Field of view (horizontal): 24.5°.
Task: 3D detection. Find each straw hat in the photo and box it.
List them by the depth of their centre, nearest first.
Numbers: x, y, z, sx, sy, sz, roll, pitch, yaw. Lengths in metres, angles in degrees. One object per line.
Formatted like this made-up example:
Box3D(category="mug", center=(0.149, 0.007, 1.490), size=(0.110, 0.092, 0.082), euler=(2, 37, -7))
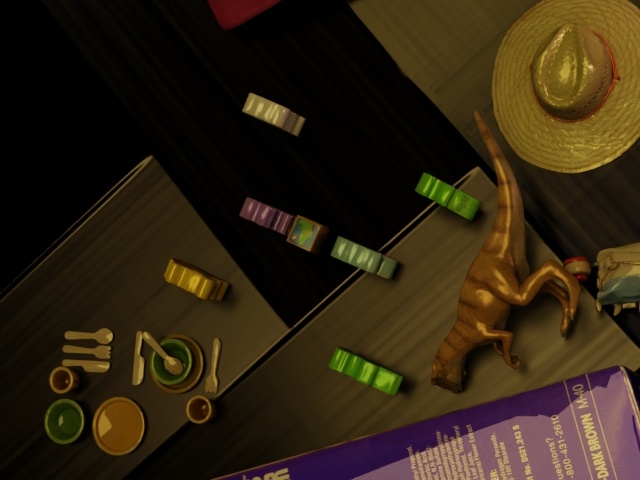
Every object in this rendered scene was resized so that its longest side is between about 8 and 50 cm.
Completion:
Box3D(category="straw hat", center=(0.187, -0.126, 1.101), size=(0.144, 0.061, 0.144), euler=(-3, 81, 20))

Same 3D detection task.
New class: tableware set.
Box3D(category="tableware set", center=(-0.155, 0.125, 1.206), size=(0.154, 0.024, 0.104), euler=(2, 83, 20))

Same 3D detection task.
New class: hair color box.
Box3D(category="hair color box", center=(0.076, 0.184, 1.028), size=(0.339, 0.185, 0.110), euler=(-20, 76, 16))

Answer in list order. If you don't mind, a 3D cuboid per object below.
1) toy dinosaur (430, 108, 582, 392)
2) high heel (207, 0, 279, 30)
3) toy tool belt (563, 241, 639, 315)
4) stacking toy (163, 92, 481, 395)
Box3D(category="toy dinosaur", center=(0.135, 0.023, 1.075), size=(0.112, 0.064, 0.211), euler=(17, 101, 8))
Box3D(category="high heel", center=(0.082, -0.261, 1.159), size=(0.377, 0.127, 0.181), euler=(2, 111, 16))
Box3D(category="toy tool belt", center=(0.220, 0.032, 1.070), size=(0.083, 0.052, 0.051), euler=(-12, 70, 18))
Box3D(category="stacking toy", center=(0.000, 0.000, 1.158), size=(0.221, 0.052, 0.167), euler=(26, 93, 20))
